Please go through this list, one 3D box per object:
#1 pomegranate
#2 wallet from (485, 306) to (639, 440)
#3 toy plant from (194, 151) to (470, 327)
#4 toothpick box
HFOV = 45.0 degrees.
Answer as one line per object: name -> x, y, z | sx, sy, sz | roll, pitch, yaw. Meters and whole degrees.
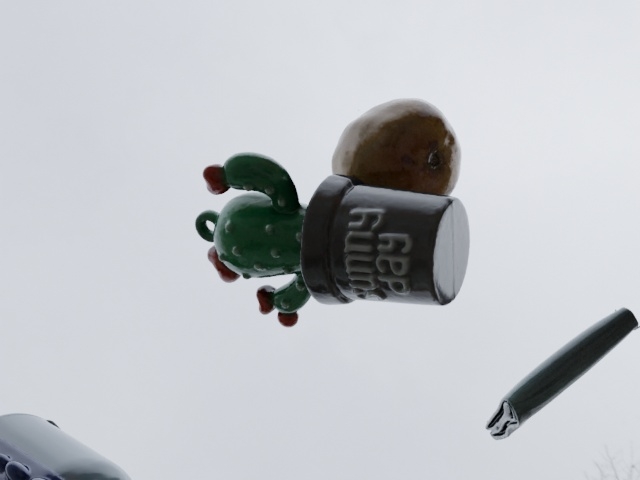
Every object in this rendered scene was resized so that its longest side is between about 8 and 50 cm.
pomegranate -> 0.119, -0.126, 1.213 | 0.207, 0.207, 0.207 | 0, -80, 3
wallet -> 0.390, 0.228, 1.288 | 0.251, 0.290, 0.054 | -37, -109, -8
toy plant -> -0.005, -0.008, 1.092 | 0.400, 0.279, 0.185 | 5, -120, 28
toothpick box -> -0.452, 0.432, 1.260 | 0.355, 0.263, 0.263 | 10, -77, 43
